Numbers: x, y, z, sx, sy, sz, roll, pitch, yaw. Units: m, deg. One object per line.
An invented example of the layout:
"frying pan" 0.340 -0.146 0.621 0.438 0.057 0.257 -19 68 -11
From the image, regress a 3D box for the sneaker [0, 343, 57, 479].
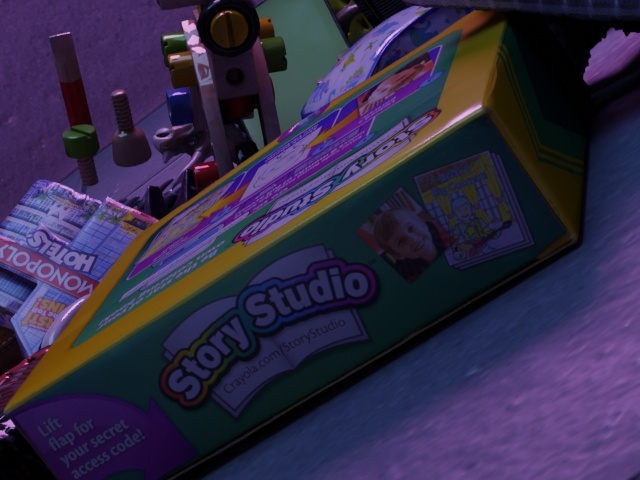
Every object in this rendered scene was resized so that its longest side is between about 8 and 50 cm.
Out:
"sneaker" -0.211 0.164 1.189 0.276 0.098 0.135 -47 14 -33

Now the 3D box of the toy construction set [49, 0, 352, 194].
"toy construction set" -0.132 -0.188 1.782 0.308 0.237 0.257 -2 29 16

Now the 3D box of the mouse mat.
"mouse mat" -0.035 -0.187 1.956 0.152 0.190 0.007 -33 -26 17

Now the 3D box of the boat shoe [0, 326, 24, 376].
"boat shoe" -0.332 0.091 1.851 0.111 0.104 0.307 -43 11 -21

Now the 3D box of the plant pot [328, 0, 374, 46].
"plant pot" 0.059 -0.326 2.096 0.227 0.207 0.228 -43 13 -30

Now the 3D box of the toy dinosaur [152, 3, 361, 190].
"toy dinosaur" -0.040 -0.175 2.028 0.313 0.160 0.121 -20 -16 20

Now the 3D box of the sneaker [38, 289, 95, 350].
"sneaker" -0.193 0.089 1.526 0.121 0.079 0.217 -34 3 34

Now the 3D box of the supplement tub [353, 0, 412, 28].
"supplement tub" 0.084 -0.281 1.865 0.117 0.190 0.117 -35 12 8

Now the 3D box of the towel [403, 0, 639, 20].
"towel" 0.168 -0.257 1.128 0.283 0.235 0.121 7 32 29

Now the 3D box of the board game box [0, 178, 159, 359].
"board game box" -0.247 0.045 1.670 0.194 0.194 0.060 -56 -22 -29

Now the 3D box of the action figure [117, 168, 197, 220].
"action figure" -0.257 0.011 1.908 0.285 0.099 0.185 -19 -10 30

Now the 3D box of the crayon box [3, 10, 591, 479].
"crayon box" 0.000 0.000 1.186 0.363 0.106 0.313 -32 13 20

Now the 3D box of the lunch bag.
"lunch bag" 0.067 -0.150 1.629 0.151 0.096 0.129 -31 8 -26

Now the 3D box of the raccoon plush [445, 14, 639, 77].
"raccoon plush" 0.247 -0.276 1.354 0.446 0.216 0.299 -29 6 38
